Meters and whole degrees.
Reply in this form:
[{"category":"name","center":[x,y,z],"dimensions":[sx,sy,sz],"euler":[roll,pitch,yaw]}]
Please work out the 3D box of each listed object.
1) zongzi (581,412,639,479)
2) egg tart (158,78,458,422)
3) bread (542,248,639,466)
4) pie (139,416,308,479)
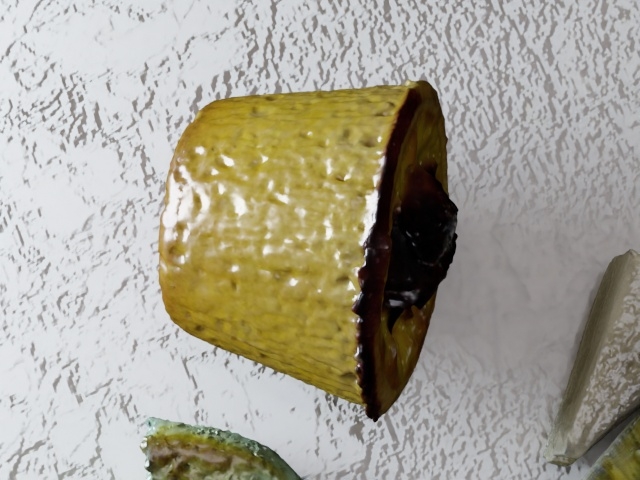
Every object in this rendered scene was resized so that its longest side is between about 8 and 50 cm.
[{"category":"zongzi","center":[0.192,0.197,1.061],"dimensions":[0.134,0.288,0.286],"euler":[35,92,5]},{"category":"egg tart","center":[0.000,0.000,1.167],"dimensions":[0.171,0.215,0.215],"euler":[7,79,15]},{"category":"bread","center":[0.219,0.089,1.208],"dimensions":[0.105,0.077,0.152],"euler":[20,81,3]},{"category":"pie","center":[-0.091,0.270,1.175],"dimensions":[0.303,0.067,0.302],"euler":[0,78,-2]}]
